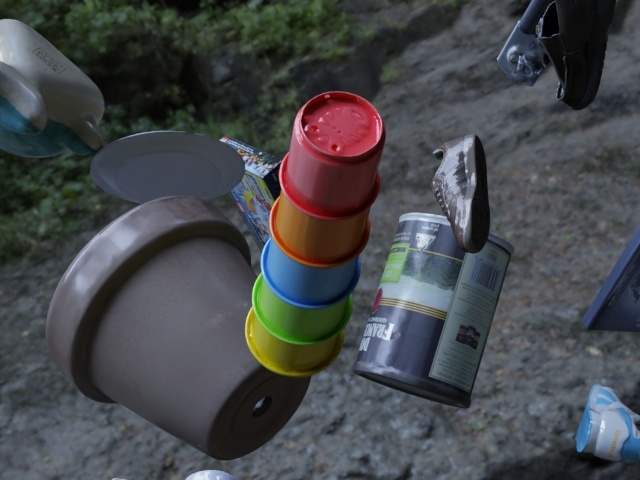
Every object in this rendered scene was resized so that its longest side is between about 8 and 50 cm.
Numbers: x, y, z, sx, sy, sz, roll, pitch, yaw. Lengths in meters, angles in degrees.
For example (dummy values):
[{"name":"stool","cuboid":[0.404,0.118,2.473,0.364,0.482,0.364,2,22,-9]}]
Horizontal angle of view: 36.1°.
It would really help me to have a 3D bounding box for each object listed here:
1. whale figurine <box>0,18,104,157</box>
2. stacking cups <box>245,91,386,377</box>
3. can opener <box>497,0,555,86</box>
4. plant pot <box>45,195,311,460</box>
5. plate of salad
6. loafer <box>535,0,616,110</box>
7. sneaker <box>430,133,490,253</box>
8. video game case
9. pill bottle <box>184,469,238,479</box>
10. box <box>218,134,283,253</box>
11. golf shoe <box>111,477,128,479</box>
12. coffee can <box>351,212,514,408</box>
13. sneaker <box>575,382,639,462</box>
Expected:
[{"name":"whale figurine","cuboid":[-0.364,-0.164,1.171,0.141,0.216,0.272,-46,15,8]},{"name":"stacking cups","cuboid":[0.000,0.000,0.795,0.096,0.096,0.316,-28,-25,-26]},{"name":"can opener","cuboid":[0.354,-0.342,1.497,0.095,0.076,0.283,-43,-11,-28]},{"name":"plant pot","cuboid":[-0.134,0.115,1.099,0.263,0.229,0.263,-35,-35,-29]},{"name":"plate of salad","cuboid":[-0.198,-0.099,1.279,0.200,0.048,0.200,-5,-25,-2]},{"name":"loafer","cuboid":[0.277,-0.231,1.082,0.078,0.080,0.220,9,-33,12]},{"name":"sneaker","cuboid":[0.186,-0.058,1.330,0.071,0.066,0.188,-13,50,27]},{"name":"video game case","cuboid":[0.543,0.063,1.433,0.274,0.026,0.196,4,-49,-19]},{"name":"pill bottle","cuboid":[-0.162,0.443,1.394,0.124,0.124,0.221,-26,36,18]},{"name":"box","cuboid":[-0.078,-0.048,1.566,0.044,0.233,0.159,-41,41,-19]},{"name":"golf shoe","cuboid":[-0.294,0.370,1.168,0.105,0.120,0.273,14,5,5]},{"name":"coffee can","cuboid":[0.188,0.117,1.631,0.201,0.201,0.275,162,128,-71]},{"name":"sneaker","cuboid":[0.446,0.285,1.504,0.092,0.087,0.229,16,12,13]}]
